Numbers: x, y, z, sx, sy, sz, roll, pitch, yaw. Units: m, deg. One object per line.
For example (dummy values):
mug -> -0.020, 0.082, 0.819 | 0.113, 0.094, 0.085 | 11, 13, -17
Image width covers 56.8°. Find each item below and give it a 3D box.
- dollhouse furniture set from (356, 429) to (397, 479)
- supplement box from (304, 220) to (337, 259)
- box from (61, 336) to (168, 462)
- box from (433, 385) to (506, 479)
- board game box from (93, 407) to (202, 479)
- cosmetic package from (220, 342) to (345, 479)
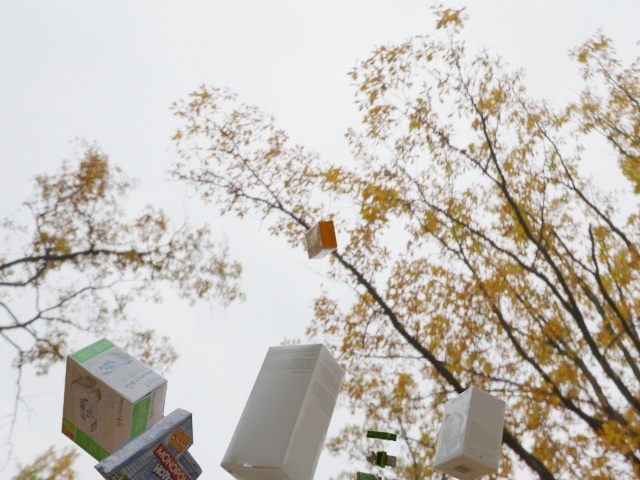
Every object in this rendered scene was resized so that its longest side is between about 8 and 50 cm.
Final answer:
dollhouse furniture set -> 0.124, 0.489, 1.269 | 0.059, 0.151, 0.076 | -8, -27, 42
supplement box -> 0.000, 0.000, 1.295 | 0.036, 0.098, 0.062 | -4, -106, -22
box -> -0.519, 0.419, 1.490 | 0.231, 0.127, 0.262 | 28, -62, 22
box -> 0.341, 0.442, 1.351 | 0.091, 0.170, 0.130 | 27, -38, -5
board game box -> -0.314, 0.447, 1.189 | 0.060, 0.194, 0.194 | 2, -52, 46
cosmetic package -> -0.090, 0.464, 1.569 | 0.197, 0.365, 0.155 | -9, -48, 32
